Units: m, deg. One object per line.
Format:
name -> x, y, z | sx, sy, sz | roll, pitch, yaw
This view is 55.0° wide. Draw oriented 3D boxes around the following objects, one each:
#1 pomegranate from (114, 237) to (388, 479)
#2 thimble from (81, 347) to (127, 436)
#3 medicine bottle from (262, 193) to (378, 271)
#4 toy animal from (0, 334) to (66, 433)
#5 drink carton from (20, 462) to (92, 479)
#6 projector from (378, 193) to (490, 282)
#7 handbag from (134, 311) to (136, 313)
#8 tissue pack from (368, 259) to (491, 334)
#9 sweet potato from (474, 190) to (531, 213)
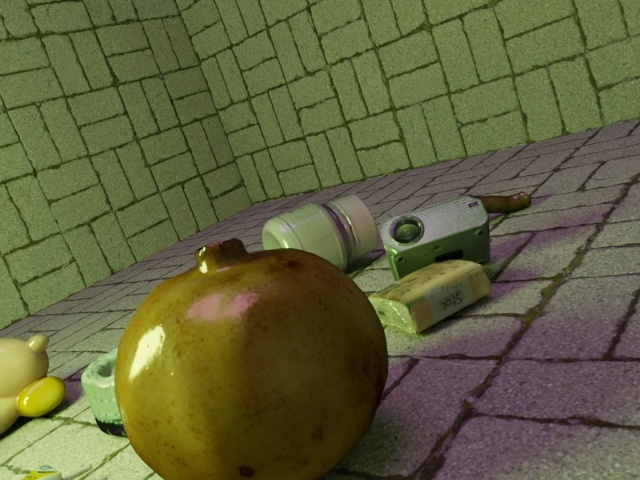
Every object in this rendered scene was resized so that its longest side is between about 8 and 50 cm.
pomegranate -> -0.105, 0.179, 0.945 | 0.416, 0.417, 0.417 | -19, 12, 4
thimble -> -0.400, 0.316, 1.346 | 0.237, 0.150, 0.237 | -18, 13, 5
medicine bottle -> 0.000, 0.000, 1.883 | 0.302, 0.241, 0.241 | -24, 13, -21
toy animal -> -0.856, 0.370, 1.588 | 0.345, 0.247, 0.277 | -25, 11, -24
drink carton -> -0.502, 0.450, 1.078 | 0.074, 0.084, 0.200 | 2, 21, 34
projector -> 0.283, 0.009, 1.495 | 0.250, 0.198, 0.108 | -17, 56, 5
handbag -> -0.471, 0.219, 2.044 | 0.247, 0.080, 0.223 | -6, 17, 46
tissue pack -> 0.239, 0.118, 1.355 | 0.222, 0.090, 0.186 | -23, 10, -22
sweet potato -> 0.457, -0.085, 1.887 | 0.385, 0.109, 0.109 | -21, 12, -9
